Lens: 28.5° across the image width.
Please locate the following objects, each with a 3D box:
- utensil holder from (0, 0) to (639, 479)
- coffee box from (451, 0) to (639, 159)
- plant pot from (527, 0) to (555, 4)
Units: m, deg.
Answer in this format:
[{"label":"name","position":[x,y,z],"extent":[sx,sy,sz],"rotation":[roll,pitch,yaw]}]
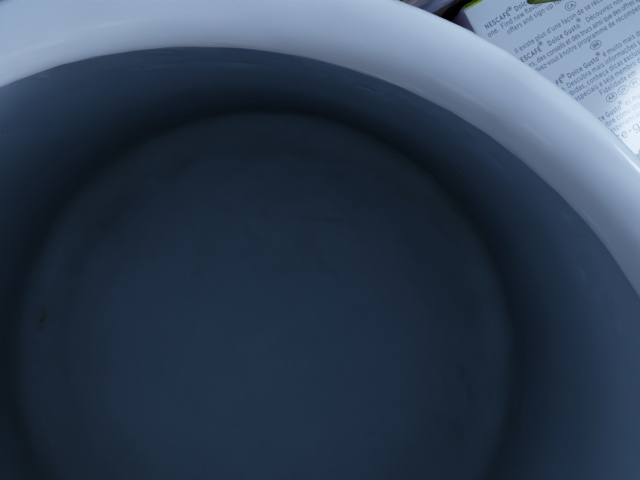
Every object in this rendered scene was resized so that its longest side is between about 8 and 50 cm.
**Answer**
[{"label":"utensil holder","position":[-0.030,0.080,0.531],"extent":[0.327,0.328,0.385],"rotation":[-30,-178,2]},{"label":"coffee box","position":[0.331,-0.134,1.173],"extent":[0.338,0.334,0.337],"rotation":[-32,180,-2]},{"label":"plant pot","position":[0.160,-0.181,0.782],"extent":[0.079,0.083,0.083],"rotation":[-19,180,-5]}]
